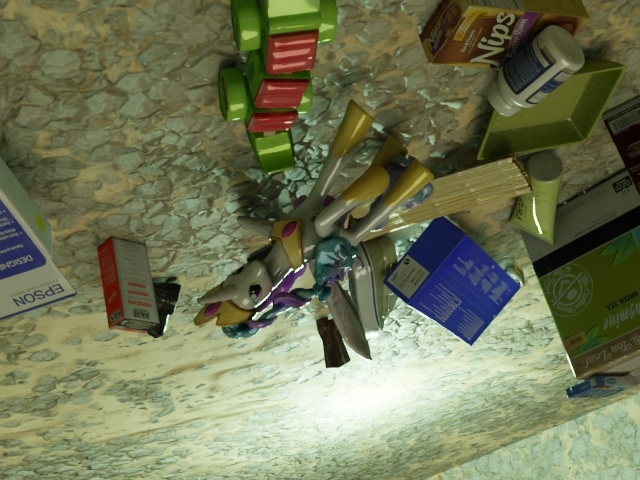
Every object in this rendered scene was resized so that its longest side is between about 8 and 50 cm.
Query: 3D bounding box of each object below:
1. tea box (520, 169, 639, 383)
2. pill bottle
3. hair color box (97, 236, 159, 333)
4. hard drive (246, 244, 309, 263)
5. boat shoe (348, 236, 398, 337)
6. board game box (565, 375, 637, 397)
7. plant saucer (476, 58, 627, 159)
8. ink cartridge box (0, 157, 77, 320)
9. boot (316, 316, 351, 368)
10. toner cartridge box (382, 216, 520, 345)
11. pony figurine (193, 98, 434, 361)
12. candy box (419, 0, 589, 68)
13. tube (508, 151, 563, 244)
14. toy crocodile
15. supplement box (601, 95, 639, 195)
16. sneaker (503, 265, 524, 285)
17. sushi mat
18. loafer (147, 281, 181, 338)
[{"bbox_3d":[0.601,0.060,1.696,0.329,0.324,0.220,-33,148,30],"label":"tea box"},{"bbox_3d":[0.270,-0.212,1.171,0.067,0.067,0.120,7,147,-37],"label":"pill bottle"},{"bbox_3d":[-0.302,0.071,1.442,0.043,0.141,0.072,-34,147,32],"label":"hair color box"},{"bbox_3d":[-0.048,0.022,1.614,0.135,0.022,0.094,-28,150,23],"label":"hard drive"},{"bbox_3d":[0.108,0.097,1.750,0.094,0.109,0.302,-16,150,-3],"label":"boat shoe"},{"bbox_3d":[0.508,0.266,1.665,0.090,0.020,0.090,2,157,-24],"label":"board game box"},{"bbox_3d":[0.331,-0.201,1.363,0.188,0.045,0.188,-10,153,-9],"label":"plant saucer"},{"bbox_3d":[-0.509,-0.007,1.150,0.303,0.072,0.307,-17,134,7],"label":"ink cartridge box"},{"bbox_3d":[0.050,0.208,1.917,0.106,0.114,0.037,-19,153,8],"label":"boot"},{"bbox_3d":[0.260,0.085,1.765,0.165,0.075,0.348,-49,147,4],"label":"toner cartridge box"},{"bbox_3d":[0.000,0.000,1.337,0.363,0.303,0.351,-47,160,8],"label":"pony figurine"},{"bbox_3d":[0.233,-0.271,1.173,0.186,0.053,0.109,0,150,-25],"label":"candy box"},{"bbox_3d":[0.383,-0.066,1.621,0.062,0.070,0.240,-16,153,-2],"label":"tube"},{"bbox_3d":[-0.050,-0.205,1.090,0.115,0.105,0.341,-7,151,-17],"label":"toy crocodile"},{"bbox_3d":[0.535,-0.095,1.456,0.073,0.240,0.130,-26,151,20],"label":"supplement box"},{"bbox_3d":[0.410,0.075,1.955,0.036,0.032,0.083,-12,151,24],"label":"sneaker"},{"bbox_3d":[0.186,-0.067,1.519,0.316,0.019,0.151,-16,154,22],"label":"sushi mat"},{"bbox_3d":[-0.295,0.120,1.647,0.061,0.062,0.170,16,141,-11],"label":"loafer"}]
